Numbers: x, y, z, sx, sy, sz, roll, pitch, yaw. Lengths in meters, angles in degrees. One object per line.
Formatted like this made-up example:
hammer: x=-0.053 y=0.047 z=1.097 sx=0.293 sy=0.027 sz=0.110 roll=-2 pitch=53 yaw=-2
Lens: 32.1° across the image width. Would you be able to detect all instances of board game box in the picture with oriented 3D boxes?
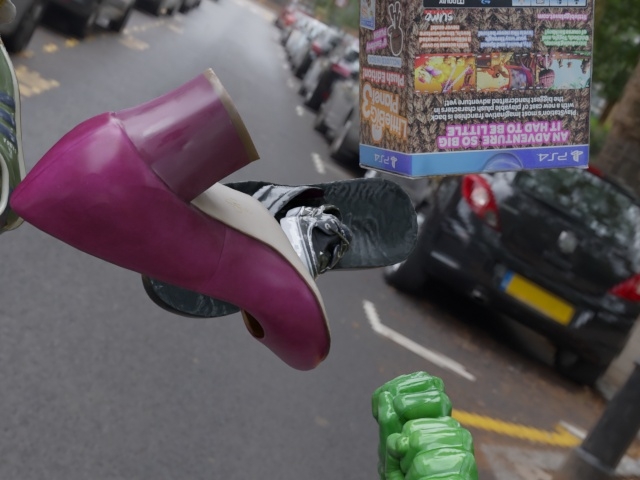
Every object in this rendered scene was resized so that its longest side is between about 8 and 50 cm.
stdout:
board game box: x=0.175 y=-0.225 z=1.265 sx=0.232 sy=0.291 sz=0.141 roll=-4 pitch=11 yaw=-21

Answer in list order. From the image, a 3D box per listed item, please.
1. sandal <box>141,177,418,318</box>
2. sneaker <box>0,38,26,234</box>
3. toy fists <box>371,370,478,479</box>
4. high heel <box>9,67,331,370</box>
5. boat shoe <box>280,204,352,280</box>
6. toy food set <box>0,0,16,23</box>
sandal: x=-0.033 y=-0.015 z=1.470 sx=0.446 sy=0.167 sz=0.107 roll=-14 pitch=-4 yaw=-37
sneaker: x=-0.282 y=-0.095 z=0.901 sx=0.064 sy=0.192 sz=0.086 roll=-9 pitch=10 yaw=2
toy fists: x=0.113 y=0.247 z=1.265 sx=0.096 sy=0.142 sz=0.279 roll=4 pitch=17 yaw=-7
high heel: x=-0.112 y=0.025 z=0.955 sx=0.127 sy=0.181 sz=0.377 roll=54 pitch=-9 yaw=45
boat shoe: x=0.000 y=0.000 z=1.318 sx=0.076 sy=0.080 sz=0.228 roll=-14 pitch=8 yaw=4
toy food set: x=-0.357 y=-0.320 z=1.360 sx=0.092 sy=0.306 sz=0.220 roll=38 pitch=4 yaw=-14
